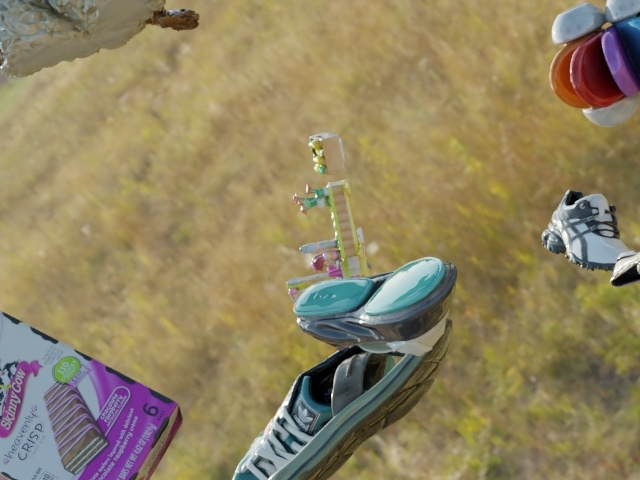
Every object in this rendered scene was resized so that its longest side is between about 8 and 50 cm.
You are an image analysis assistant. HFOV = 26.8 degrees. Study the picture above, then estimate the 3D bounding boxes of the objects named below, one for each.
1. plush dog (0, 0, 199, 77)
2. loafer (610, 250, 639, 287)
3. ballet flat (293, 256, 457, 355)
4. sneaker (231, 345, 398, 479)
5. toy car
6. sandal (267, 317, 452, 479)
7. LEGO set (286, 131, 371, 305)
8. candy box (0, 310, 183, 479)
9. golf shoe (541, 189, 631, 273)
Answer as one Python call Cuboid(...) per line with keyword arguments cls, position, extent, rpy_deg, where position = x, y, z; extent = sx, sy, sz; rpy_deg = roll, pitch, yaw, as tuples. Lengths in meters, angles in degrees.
Cuboid(cls="plush dog", position=(-0.243, -0.317, 1.395), extent=(0.262, 0.210, 0.225), rpy_deg=(-49, 53, 46))
Cuboid(cls="loafer", position=(0.375, 0.032, 1.540), extent=(0.039, 0.045, 0.125), rpy_deg=(-55, 9, -17))
Cuboid(cls="ballet flat", position=(0.056, 0.057, 1.054), extent=(0.203, 0.074, 0.074), rpy_deg=(-13, 37, 57))
Cuboid(cls="sneaker", position=(-0.023, 0.239, 1.726), extent=(0.302, 0.108, 0.121), rpy_deg=(-50, -23, -4))
Cuboid(cls="toy car", position=(0.367, -0.223, 1.658), extent=(0.182, 0.159, 0.136), rpy_deg=(-20, 12, 33))
Cuboid(cls="sandal", position=(0.041, 0.184, 1.572), extent=(0.303, 0.086, 0.120), rpy_deg=(-39, -22, -14))
Cuboid(cls="LEGO set", position=(0.000, 0.000, 1.710), extent=(0.107, 0.287, 0.132), rpy_deg=(-11, 48, 4))
Cuboid(cls="candy box", position=(-0.290, 0.201, 1.469), extent=(0.159, 0.233, 0.071), rpy_deg=(-61, -12, -21))
Cuboid(cls="golf shoe", position=(0.353, -0.012, 1.735), extent=(0.198, 0.077, 0.094), rpy_deg=(36, 113, 63))
